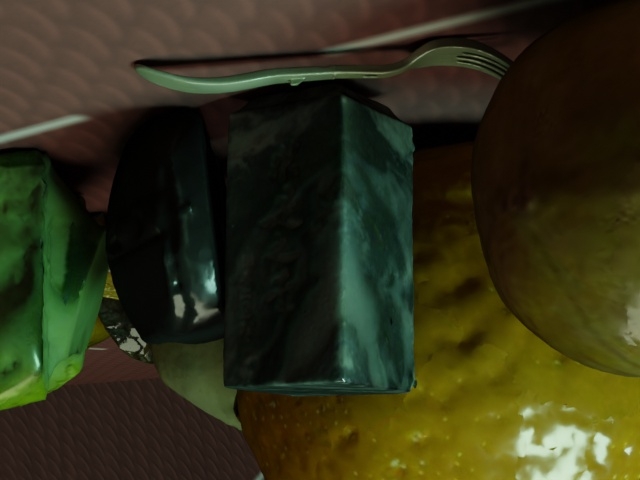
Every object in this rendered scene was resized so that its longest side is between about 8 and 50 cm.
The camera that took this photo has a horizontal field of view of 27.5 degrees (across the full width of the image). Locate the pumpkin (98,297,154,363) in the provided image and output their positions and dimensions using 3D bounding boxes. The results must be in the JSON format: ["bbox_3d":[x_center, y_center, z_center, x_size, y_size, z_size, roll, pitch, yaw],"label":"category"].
[{"bbox_3d":[-0.090,0.060,1.327,0.163,0.111,0.278,-17,165,30],"label":"pumpkin"}]

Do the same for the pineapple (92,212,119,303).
[{"bbox_3d":[-0.195,0.011,1.133,0.116,0.069,0.137,-4,163,22],"label":"pineapple"}]

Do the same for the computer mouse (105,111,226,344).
[{"bbox_3d":[-0.104,0.003,0.892,0.086,0.138,0.270,-8,172,-2],"label":"computer mouse"}]

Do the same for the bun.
[{"bbox_3d":[-0.023,0.100,1.188,0.259,0.160,0.259,25,-179,0],"label":"bun"}]

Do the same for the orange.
[{"bbox_3d":[0.114,0.086,0.947,0.340,0.341,0.293,0,143,-31],"label":"orange"}]

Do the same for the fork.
[{"bbox_3d":[0.007,-0.097,0.732,0.219,0.028,0.034,-1,177,-6],"label":"fork"}]

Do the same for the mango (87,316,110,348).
[{"bbox_3d":[-0.279,0.078,1.343,0.195,0.098,0.137,-8,168,-21],"label":"mango"}]

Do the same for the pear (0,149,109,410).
[{"bbox_3d":[-0.292,0.051,0.964,0.286,0.176,0.282,-4,172,-4],"label":"pear"}]

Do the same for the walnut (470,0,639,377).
[{"bbox_3d":[0.214,-0.040,0.692,0.297,0.203,0.203,-20,178,-29],"label":"walnut"}]

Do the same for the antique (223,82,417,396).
[{"bbox_3d":[0.000,0.000,0.792,0.088,0.183,0.086,-7,167,32],"label":"antique"}]
